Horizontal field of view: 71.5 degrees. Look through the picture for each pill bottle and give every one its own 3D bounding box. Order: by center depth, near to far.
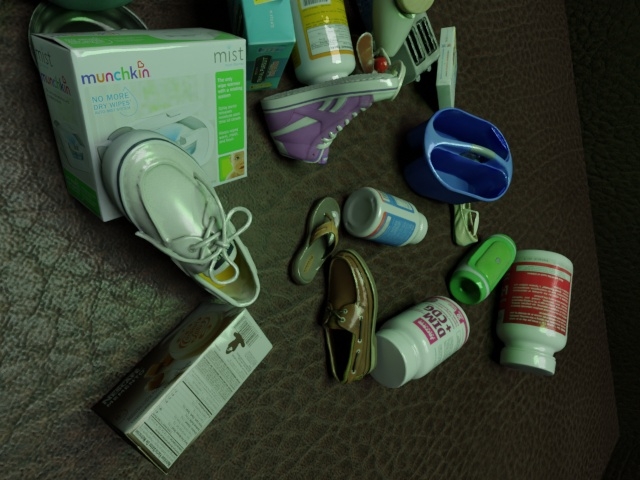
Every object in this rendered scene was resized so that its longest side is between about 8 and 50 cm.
[{"bbox_3d":[0.000,-0.426,0.977,0.136,0.136,0.246,-20,101,-43],"label":"pill bottle"},{"bbox_3d":[0.171,-0.051,1.123,0.221,0.124,0.124,14,77,-42],"label":"pill bottle"},{"bbox_3d":[0.248,0.258,1.149,0.283,0.160,0.160,-18,99,-43],"label":"pill bottle"},{"bbox_3d":[0.761,0.256,1.592,0.229,0.229,0.408,31,66,-38],"label":"pill bottle"}]

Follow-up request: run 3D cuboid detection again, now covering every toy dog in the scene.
[{"bbox_3d":[0.124,-0.491,1.035,0.161,0.220,0.334,20,93,-17],"label":"toy dog"}]

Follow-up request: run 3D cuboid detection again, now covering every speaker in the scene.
[{"bbox_3d":[0.538,0.088,1.463,0.296,0.131,0.131,-36,111,-39],"label":"speaker"}]

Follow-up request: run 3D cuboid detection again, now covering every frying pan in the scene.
[{"bbox_3d":[-0.364,-0.346,0.684,0.197,0.053,0.326,-28,105,-41],"label":"frying pan"}]

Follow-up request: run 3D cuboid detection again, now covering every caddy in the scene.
[{"bbox_3d":[0.405,-0.237,1.278,0.341,0.179,0.241,11,80,-27],"label":"caddy"}]

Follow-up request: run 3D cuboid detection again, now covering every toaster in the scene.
[{"bbox_3d":[0.230,-0.532,1.223,0.168,0.110,0.186,-47,118,-36],"label":"toaster"}]

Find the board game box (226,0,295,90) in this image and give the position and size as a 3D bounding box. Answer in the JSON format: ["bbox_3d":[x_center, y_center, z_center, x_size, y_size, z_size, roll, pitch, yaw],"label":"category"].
[{"bbox_3d":[-0.125,-0.469,0.781,0.079,0.254,0.336,-9,94,-12],"label":"board game box"}]

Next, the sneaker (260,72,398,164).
[{"bbox_3d":[0.030,-0.246,0.919,0.102,0.282,0.161,-61,140,-59],"label":"sneaker"}]

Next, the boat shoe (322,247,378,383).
[{"bbox_3d":[0.063,0.176,1.013,0.104,0.110,0.307,-15,97,-44],"label":"boat shoe"}]

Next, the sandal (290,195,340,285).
[{"bbox_3d":[0.000,0.000,1.000,0.090,0.060,0.219,44,59,-33],"label":"sandal"}]

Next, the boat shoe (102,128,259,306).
[{"bbox_3d":[-0.172,0.002,0.668,0.136,0.156,0.367,-45,148,-21],"label":"boat shoe"}]

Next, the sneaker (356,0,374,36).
[{"bbox_3d":[0.116,-0.626,1.149,0.081,0.080,0.211,-1,75,-36],"label":"sneaker"}]

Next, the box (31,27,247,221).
[{"bbox_3d":[-0.250,-0.190,0.675,0.262,0.127,0.231,-26,135,-42],"label":"box"}]

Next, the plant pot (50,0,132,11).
[{"bbox_3d":[-0.306,-0.479,0.512,0.341,0.334,0.341,5,78,-23],"label":"plant pot"}]

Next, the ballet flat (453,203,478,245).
[{"bbox_3d":[0.471,-0.107,1.442,0.086,0.086,0.248,-8,92,-44],"label":"ballet flat"}]

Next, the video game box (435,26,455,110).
[{"bbox_3d":[0.386,-0.503,1.355,0.205,0.048,0.187,37,61,-68],"label":"video game box"}]

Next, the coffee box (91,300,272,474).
[{"bbox_3d":[-0.218,0.221,0.724,0.246,0.141,0.098,-47,119,-34],"label":"coffee box"}]
